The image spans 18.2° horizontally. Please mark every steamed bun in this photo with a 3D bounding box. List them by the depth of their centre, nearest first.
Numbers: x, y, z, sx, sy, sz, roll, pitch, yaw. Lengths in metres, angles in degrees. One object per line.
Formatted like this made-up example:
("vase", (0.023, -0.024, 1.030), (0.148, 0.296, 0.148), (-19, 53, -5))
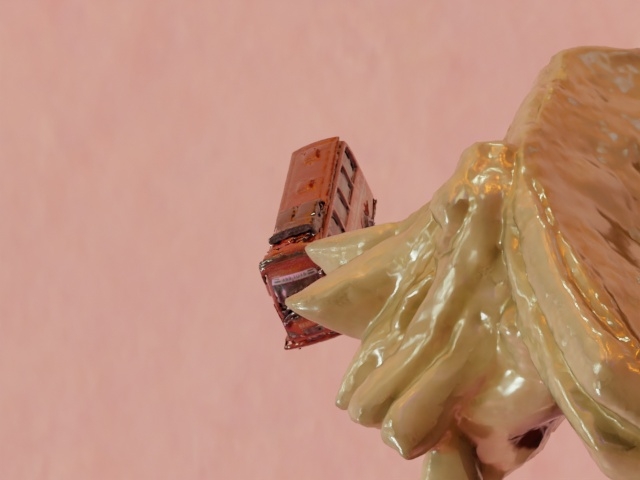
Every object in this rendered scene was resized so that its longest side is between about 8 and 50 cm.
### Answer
("steamed bun", (0.127, 0.039, 1.153), (0.247, 0.189, 0.428), (21, 30, -20))

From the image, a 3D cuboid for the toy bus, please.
("toy bus", (0.000, 0.000, 1.698), (0.073, 0.096, 0.235), (-19, 23, 16))
